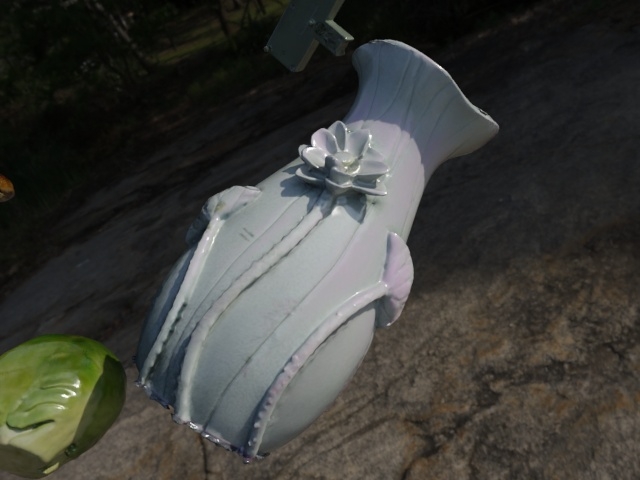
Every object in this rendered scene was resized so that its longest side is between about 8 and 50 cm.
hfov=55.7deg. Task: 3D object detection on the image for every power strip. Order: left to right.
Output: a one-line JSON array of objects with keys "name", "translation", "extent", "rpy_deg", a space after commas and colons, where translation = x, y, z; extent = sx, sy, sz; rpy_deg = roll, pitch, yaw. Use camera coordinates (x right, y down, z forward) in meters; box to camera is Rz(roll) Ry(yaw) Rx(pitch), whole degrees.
[{"name": "power strip", "translation": [-0.006, -0.426, 1.197], "extent": [0.216, 0.145, 0.061], "rpy_deg": [-54, -10, 33]}]

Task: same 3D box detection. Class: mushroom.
[{"name": "mushroom", "translation": [-0.815, -0.121, 1.471], "extent": [0.127, 0.087, 0.127], "rpy_deg": [-3, -13, -1]}]

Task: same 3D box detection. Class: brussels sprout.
[{"name": "brussels sprout", "translation": [-0.320, 0.188, 0.728], "extent": [0.144, 0.161, 0.181], "rpy_deg": [-51, 28, 30]}]

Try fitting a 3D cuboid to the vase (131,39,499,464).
[{"name": "vase", "translation": [0.000, 0.000, 0.671], "extent": [0.445, 0.250, 0.250], "rpy_deg": [-55, 24, -4]}]
